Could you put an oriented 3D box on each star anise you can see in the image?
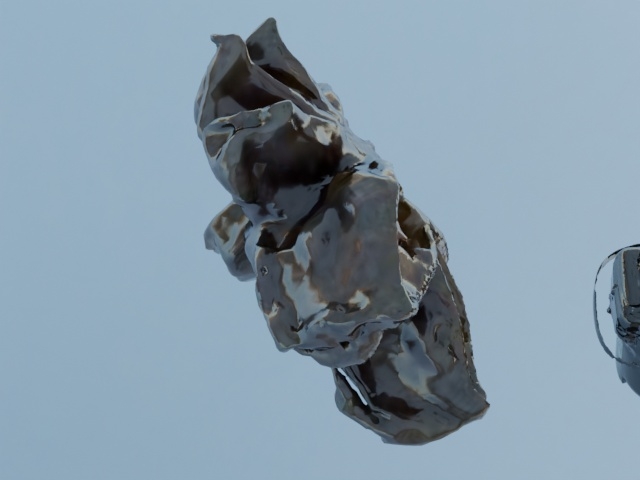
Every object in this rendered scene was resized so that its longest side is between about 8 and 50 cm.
[{"bbox_3d":[0.001,0.000,0.789,0.099,0.220,0.214,-28,-108,6],"label":"star anise"}]

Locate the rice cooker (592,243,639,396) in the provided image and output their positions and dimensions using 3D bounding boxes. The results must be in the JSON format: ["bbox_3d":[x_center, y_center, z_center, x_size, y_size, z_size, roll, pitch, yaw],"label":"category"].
[{"bbox_3d":[0.307,0.062,1.302,0.203,0.118,0.142,4,-135,4],"label":"rice cooker"}]
